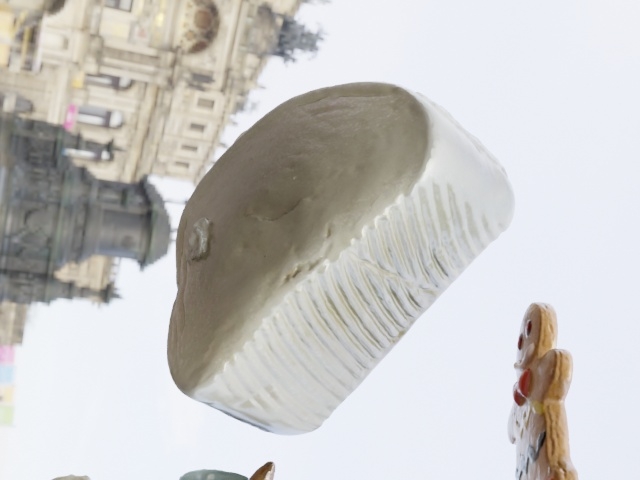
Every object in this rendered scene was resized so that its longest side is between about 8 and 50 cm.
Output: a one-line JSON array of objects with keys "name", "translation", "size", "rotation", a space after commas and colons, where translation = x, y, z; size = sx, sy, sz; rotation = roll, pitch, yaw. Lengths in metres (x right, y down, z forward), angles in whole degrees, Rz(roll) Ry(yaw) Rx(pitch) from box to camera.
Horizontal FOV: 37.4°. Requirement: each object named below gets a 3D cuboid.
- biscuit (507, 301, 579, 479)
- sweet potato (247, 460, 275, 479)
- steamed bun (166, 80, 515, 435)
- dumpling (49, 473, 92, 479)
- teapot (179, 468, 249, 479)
[{"name": "biscuit", "translation": [0.213, 0.172, 0.946], "size": [0.165, 0.036, 0.250], "rotation": [102, -4, -55]}, {"name": "sweet potato", "translation": [-0.089, 0.313, 0.992], "size": [0.179, 0.044, 0.044], "rotation": [-61, -159, -5]}, {"name": "steamed bun", "translation": [-0.004, 0.000, 0.996], "size": [0.383, 0.247, 0.236], "rotation": [-47, -130, 8]}, {"name": "dumpling", "translation": [-0.377, 0.476, 1.473], "size": [0.179, 0.131, 0.252], "rotation": [-40, -110, 4]}, {"name": "teapot", "translation": [-0.166, 0.468, 1.430], "size": [0.203, 0.171, 0.225], "rotation": [-33, 136, -81]}]
